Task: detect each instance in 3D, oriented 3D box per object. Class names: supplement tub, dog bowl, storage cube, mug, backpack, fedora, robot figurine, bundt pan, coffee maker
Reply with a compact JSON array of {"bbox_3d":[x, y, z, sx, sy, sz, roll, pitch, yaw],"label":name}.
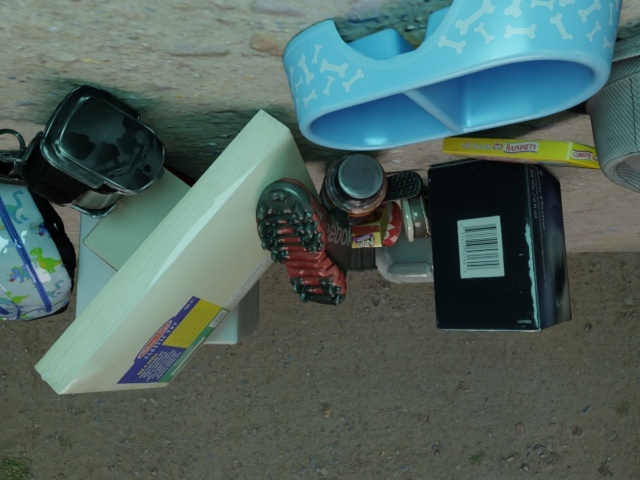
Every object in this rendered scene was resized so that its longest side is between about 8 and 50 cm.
[{"bbox_3d":[0.054,-0.086,0.814,0.106,0.105,0.198,0,174,-5],"label":"supplement tub"},{"bbox_3d":[0.102,-0.146,0.428,0.298,0.073,0.166,-6,172,34],"label":"dog bowl"},{"bbox_3d":[-0.240,-0.006,0.834,0.215,0.183,0.193,36,-179,12],"label":"storage cube"},{"bbox_3d":[0.089,-0.046,1.175,0.170,0.113,0.150,5,170,-21],"label":"mug"},{"bbox_3d":[-0.607,0.023,0.943,0.274,0.289,0.356,-20,-178,-44],"label":"backpack"},{"bbox_3d":[0.381,-0.115,0.480,0.276,0.124,0.244,4,177,-36],"label":"fedora"},{"bbox_3d":[0.304,0.026,1.429,0.354,0.199,0.300,-6,-159,32],"label":"robot figurine"},{"bbox_3d":[0.000,0.000,1.322,0.332,0.124,0.331,6,-176,0],"label":"bundt pan"},{"bbox_3d":[-0.295,-0.101,0.570,0.171,0.120,0.178,5,171,-36],"label":"coffee maker"}]

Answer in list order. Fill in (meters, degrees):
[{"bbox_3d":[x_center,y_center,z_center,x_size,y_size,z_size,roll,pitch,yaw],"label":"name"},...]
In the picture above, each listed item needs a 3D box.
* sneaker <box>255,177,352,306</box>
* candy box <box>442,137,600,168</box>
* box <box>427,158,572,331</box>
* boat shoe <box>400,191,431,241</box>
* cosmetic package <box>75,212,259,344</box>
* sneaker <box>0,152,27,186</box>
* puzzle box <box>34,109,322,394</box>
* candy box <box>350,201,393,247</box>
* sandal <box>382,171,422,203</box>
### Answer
[{"bbox_3d":[-0.016,-0.014,0.711,0.098,0.134,0.276,3,148,20],"label":"sneaker"},{"bbox_3d":[0.275,-0.119,0.647,0.105,0.027,0.206,5,-171,-30],"label":"candy box"},{"bbox_3d":[0.352,0.014,0.912,0.183,0.295,0.294,-6,173,35],"label":"box"},{"bbox_3d":[0.242,-0.056,1.092,0.097,0.116,0.324,-7,176,14],"label":"boat shoe"},{"bbox_3d":[-0.329,0.069,1.148,0.328,0.328,0.393,0,173,-1],"label":"cosmetic package"},{"bbox_3d":[-0.470,-0.109,0.768,0.171,0.051,0.089,4,177,-12],"label":"sneaker"},{"bbox_3d":[-0.163,0.040,0.684,0.052,0.408,0.272,38,173,16],"label":"puzzle box"},{"bbox_3d":[0.084,-0.049,0.993,0.109,0.053,0.186,-3,-155,17],"label":"candy box"},{"bbox_3d":[0.113,-0.096,0.936,0.180,0.067,0.040,-6,-177,23],"label":"sandal"}]
